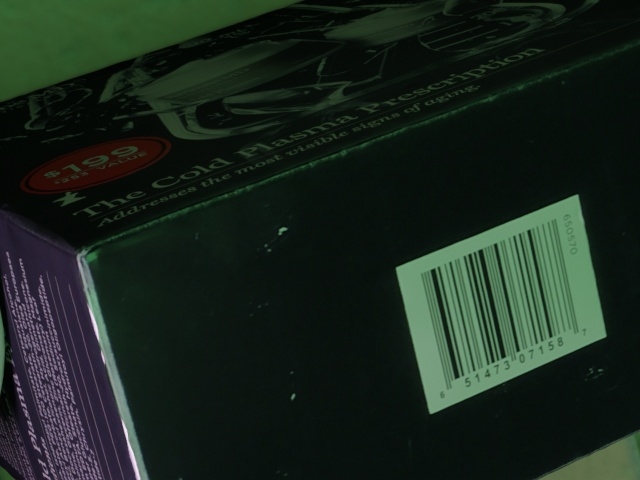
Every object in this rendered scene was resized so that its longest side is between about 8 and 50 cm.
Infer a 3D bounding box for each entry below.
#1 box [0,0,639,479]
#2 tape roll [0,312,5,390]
[{"bbox_3d":[0.000,0.000,0.901,0.343,0.312,0.179,-21,108,-23],"label":"box"},{"bbox_3d":[-0.282,0.038,0.795,0.246,0.169,0.246,-23,133,-27],"label":"tape roll"}]
